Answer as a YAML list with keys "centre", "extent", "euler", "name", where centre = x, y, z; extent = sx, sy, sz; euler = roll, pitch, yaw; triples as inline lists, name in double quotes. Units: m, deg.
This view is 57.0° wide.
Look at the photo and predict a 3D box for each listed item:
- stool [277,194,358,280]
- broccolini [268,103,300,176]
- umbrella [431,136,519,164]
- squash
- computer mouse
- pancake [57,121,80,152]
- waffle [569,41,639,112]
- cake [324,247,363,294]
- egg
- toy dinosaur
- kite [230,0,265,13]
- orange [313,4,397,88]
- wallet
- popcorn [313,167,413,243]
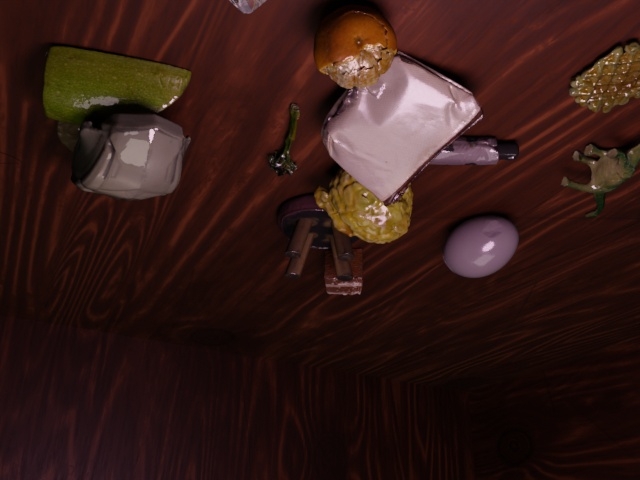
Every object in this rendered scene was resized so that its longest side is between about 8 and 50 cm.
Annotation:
- centre: [0.000, 0.000, 1.740]
  extent: [0.272, 0.178, 0.272]
  euler: [2, 153, 1]
  name: "stool"
- centre: [-0.082, -0.247, 1.445]
  extent: [0.057, 0.071, 0.254]
  euler: [40, 148, 15]
  name: "broccolini"
- centre: [0.311, -0.218, 1.433]
  extent: [0.337, 0.067, 0.073]
  euler: [1, 164, -1]
  name: "umbrella"
- centre: [-0.441, -0.297, 1.275]
  extent: [0.289, 0.111, 0.203]
  euler: [8, 153, -16]
  name: "squash"
- centre: [-0.436, -0.158, 1.334]
  extent: [0.228, 0.145, 0.429]
  euler: [2, 170, -31]
  name: "computer mouse"
- centre: [-0.489, -0.245, 1.437]
  extent: [0.294, 0.049, 0.294]
  euler: [3, 155, 1]
  name: "pancake"
- centre: [0.622, -0.335, 1.229]
  extent: [0.169, 0.036, 0.183]
  euler: [16, 150, -28]
  name: "waffle"
- centre: [0.079, 0.110, 1.997]
  extent: [0.135, 0.134, 0.147]
  euler: [2, 146, 3]
  name: "cake"
- centre: [0.479, 0.016, 1.751]
  extent: [0.176, 0.176, 0.232]
  euler: [22, 144, -33]
  name: "egg"
- centre: [0.775, -0.160, 1.502]
  extent: [0.301, 0.087, 0.447]
  euler: [16, 156, -24]
  name: "toy dinosaur"
- centre: [-0.086, -0.474, 1.020]
  extent: [0.229, 0.016, 0.127]
  euler: [-15, 152, 29]
  name: "kite"
- centre: [0.064, -0.359, 1.100]
  extent: [0.156, 0.156, 0.134]
  euler: [2, -166, 0]
  name: "orange"
- centre: [0.160, -0.241, 1.283]
  extent: [0.275, 0.068, 0.335]
  euler: [33, 125, -17]
  name: "wallet"
- centre: [0.114, -0.101, 1.534]
  extent: [0.251, 0.206, 0.237]
  euler: [6, 169, 16]
  name: "popcorn"
